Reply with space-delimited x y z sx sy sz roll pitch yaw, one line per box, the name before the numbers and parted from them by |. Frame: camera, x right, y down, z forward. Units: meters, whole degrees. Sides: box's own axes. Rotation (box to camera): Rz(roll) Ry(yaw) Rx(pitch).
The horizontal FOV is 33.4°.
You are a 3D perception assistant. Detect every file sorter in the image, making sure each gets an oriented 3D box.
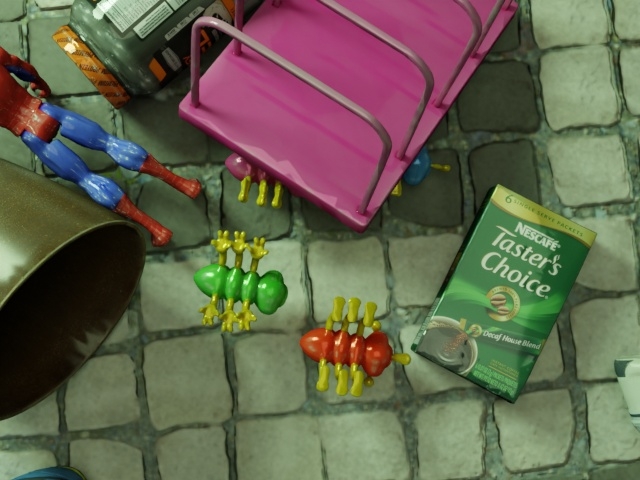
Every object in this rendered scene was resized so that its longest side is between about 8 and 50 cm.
file sorter | 0.042 -0.201 0.935 0.202 0.182 0.291 33 68 6

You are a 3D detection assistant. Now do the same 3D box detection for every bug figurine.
bug figurine | 0.000 0.000 1.016 0.216 0.072 0.279 14 80 -6

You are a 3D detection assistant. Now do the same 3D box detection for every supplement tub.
supplement tub | -0.152 -0.219 1.009 0.190 0.117 0.117 -42 87 -3

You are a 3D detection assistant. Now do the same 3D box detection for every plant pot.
plant pot | -0.316 0.008 0.960 0.230 0.215 0.215 36 86 16

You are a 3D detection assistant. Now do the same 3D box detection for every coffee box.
coffee box | 0.176 0.050 1.032 0.113 0.040 0.184 28 86 1

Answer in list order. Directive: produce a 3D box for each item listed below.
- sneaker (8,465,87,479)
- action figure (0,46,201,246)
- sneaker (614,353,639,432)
sneaker | -0.317 0.267 0.987 0.209 0.082 0.069 -22 88 -1
action figure | -0.261 -0.101 1.021 0.280 0.139 0.091 35 82 -21
sneaker | 0.402 0.095 1.007 0.258 0.094 0.091 -26 91 -2
